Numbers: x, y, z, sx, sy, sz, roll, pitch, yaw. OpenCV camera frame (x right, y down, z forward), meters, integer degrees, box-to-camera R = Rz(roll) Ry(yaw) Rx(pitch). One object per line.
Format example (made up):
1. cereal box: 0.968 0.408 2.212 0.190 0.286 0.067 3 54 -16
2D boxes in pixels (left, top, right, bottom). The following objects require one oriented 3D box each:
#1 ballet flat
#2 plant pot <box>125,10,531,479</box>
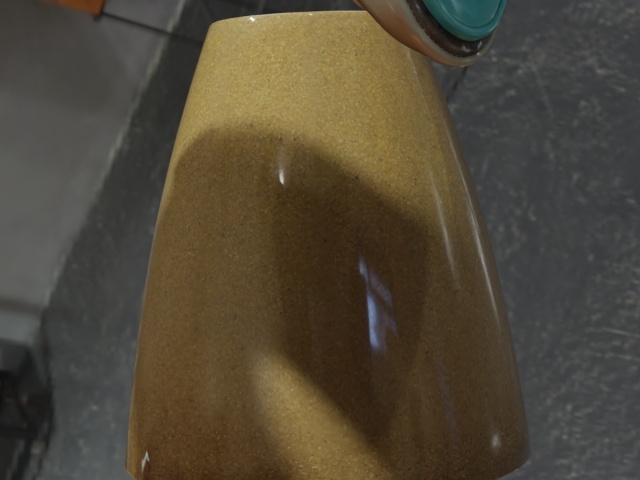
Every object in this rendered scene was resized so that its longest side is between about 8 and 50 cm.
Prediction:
1. ballet flat: 0.034 -0.157 0.561 0.086 0.086 0.248 -41 32 45
2. plant pot: 0.000 0.000 0.749 0.237 0.237 0.254 7 101 59
